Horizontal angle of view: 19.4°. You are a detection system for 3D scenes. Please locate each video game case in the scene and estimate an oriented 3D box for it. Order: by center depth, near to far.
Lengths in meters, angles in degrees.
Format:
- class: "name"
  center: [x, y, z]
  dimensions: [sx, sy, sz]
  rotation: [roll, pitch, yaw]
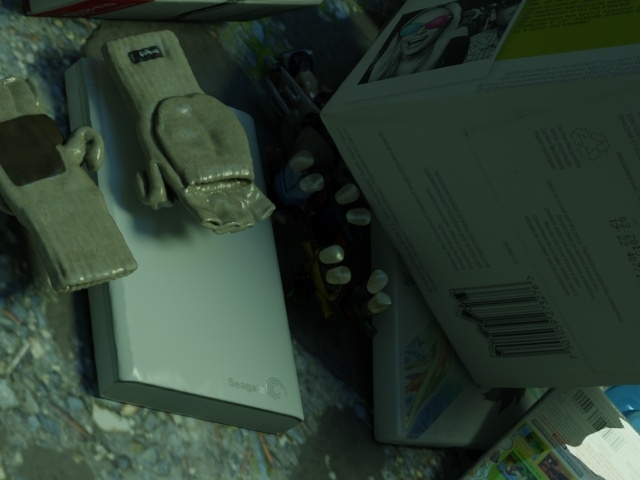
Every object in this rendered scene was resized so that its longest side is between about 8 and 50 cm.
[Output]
- class: "video game case"
  center: [0.245, 0.267, 1.746]
  dimensions: [0.206, 0.026, 0.227]
  rotation: [-41, 91, -21]
- class: "video game case"
  center: [0.160, 0.043, 1.833]
  dimensions: [0.300, 0.036, 0.329]
  rotation: [11, 74, -45]

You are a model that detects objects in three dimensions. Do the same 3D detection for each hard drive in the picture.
- class: "hard drive"
  center: [-0.119, 0.004, 1.611]
  dimensions: [0.203, 0.040, 0.307]
  rotation: [17, 52, -42]

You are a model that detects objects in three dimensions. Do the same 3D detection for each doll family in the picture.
- class: "doll family"
  center: [0.000, 0.000, 1.700]
  dimensions: [0.076, 0.111, 0.193]
  rotation: [-11, 83, -15]

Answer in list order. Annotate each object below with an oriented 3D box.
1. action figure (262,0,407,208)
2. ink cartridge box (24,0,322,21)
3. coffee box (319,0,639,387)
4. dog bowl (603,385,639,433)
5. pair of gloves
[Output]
- class: "action figure"
  center: [0.047, -0.137, 1.857]
  dimensions: [0.285, 0.099, 0.185]
  rotation: [-43, 105, -38]
- class: "ink cartridge box"
  center: [-0.135, -0.303, 1.688]
  dimensions: [0.273, 0.114, 0.197]
  rotation: [-5, 89, -45]
- class: "coffee box"
  center: [0.275, -0.098, 1.694]
  dimensions: [0.334, 0.338, 0.337]
  rotation: [-55, 126, -38]
- class: "dog bowl"
  center: [0.322, 0.283, 1.835]
  dimensions: [0.166, 0.074, 0.297]
  rotation: [-5, 78, -30]
- class: "pair of gloves"
  center: [-0.171, -0.065, 1.537]
  dimensions: [0.240, 0.042, 0.204]
  rotation: [-24, 70, -36]
